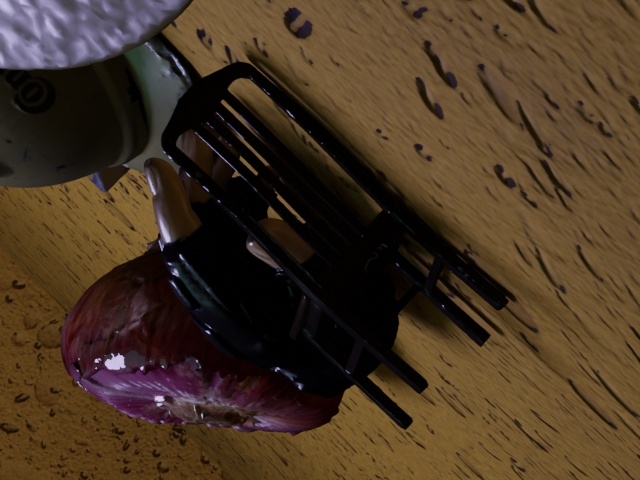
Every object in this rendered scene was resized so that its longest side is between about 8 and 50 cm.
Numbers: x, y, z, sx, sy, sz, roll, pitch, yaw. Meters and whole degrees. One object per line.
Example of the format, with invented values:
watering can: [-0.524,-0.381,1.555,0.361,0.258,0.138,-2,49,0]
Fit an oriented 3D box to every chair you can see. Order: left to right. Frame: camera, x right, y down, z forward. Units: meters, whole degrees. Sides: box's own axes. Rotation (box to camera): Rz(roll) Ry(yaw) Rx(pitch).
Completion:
chair: [0.000,0.000,1.139,0.212,0.084,0.101,42,165,10]

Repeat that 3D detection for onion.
onion: [-0.083,0.060,1.505,0.230,0.163,0.230,2,163,1]

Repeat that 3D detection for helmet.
helmet: [-0.211,-0.101,1.290,0.257,0.137,0.204,40,153,16]

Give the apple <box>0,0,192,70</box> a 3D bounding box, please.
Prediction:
apple: [-0.146,-0.188,0.542,0.295,0.233,0.258,8,165,-33]

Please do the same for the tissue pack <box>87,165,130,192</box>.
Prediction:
tissue pack: [-0.196,-0.115,1.466,0.148,0.060,0.108,43,167,13]

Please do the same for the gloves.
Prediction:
gloves: [-0.041,0.012,1.247,0.203,0.124,0.164,31,170,-28]
